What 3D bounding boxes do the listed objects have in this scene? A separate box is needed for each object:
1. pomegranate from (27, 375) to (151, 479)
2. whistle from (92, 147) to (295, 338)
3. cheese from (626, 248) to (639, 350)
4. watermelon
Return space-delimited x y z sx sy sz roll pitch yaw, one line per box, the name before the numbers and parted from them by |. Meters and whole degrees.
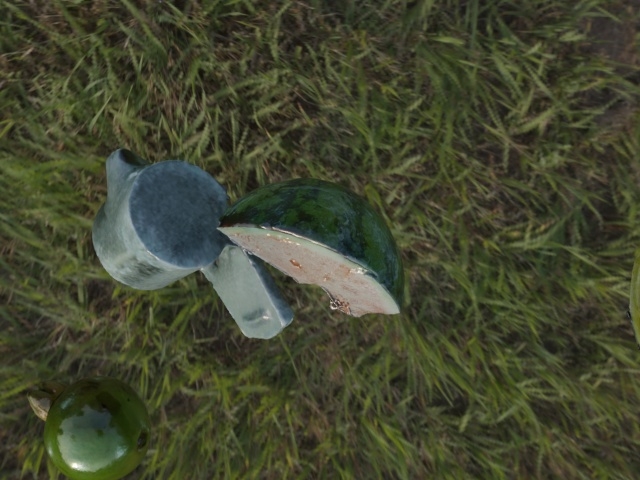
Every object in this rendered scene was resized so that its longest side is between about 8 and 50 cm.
pomegranate | -0.423 0.315 1.557 0.190 0.241 0.159 -25 140 -14
whistle | -0.211 0.010 1.467 0.404 0.168 0.188 31 59 -25
cheese | 0.332 0.094 0.698 0.177 0.069 0.270 -9 79 -25
watermelon | 0.000 0.000 1.339 0.305 0.224 0.180 32 106 -23
